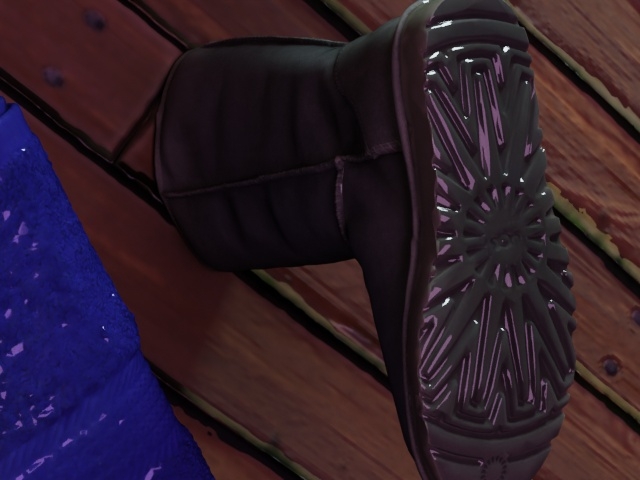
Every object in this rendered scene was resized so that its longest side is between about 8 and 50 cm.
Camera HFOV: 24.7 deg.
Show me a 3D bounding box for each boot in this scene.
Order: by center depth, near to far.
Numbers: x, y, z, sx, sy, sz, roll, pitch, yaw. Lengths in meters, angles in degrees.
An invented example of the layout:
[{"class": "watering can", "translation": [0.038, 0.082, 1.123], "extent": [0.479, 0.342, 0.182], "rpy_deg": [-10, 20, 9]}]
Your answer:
[{"class": "boot", "translation": [0.002, 0.001, 0.569], "extent": [0.076, 0.208, 0.189], "rpy_deg": [3, 84, -37]}]

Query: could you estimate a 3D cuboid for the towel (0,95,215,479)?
[{"class": "towel", "translation": [-0.145, 0.129, 0.549], "extent": [0.227, 0.076, 0.308], "rpy_deg": [-36, 114, -27]}]
